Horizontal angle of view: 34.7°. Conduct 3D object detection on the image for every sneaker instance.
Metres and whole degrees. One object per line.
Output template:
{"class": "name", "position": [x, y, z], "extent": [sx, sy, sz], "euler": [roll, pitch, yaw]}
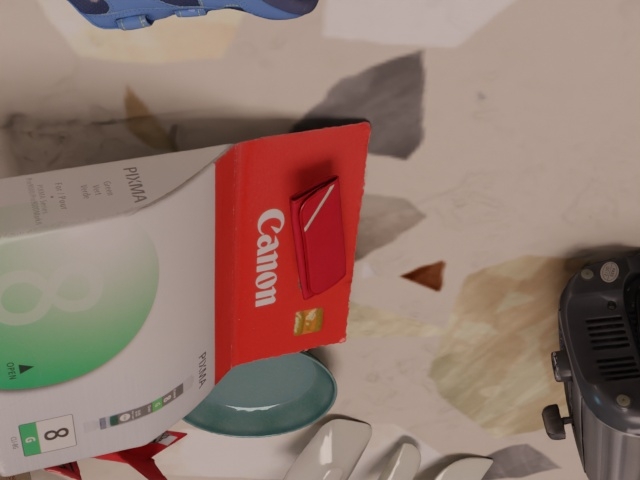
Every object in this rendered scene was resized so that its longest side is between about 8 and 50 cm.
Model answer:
{"class": "sneaker", "position": [-0.071, -0.120, 0.440], "extent": [0.144, 0.053, 0.059], "euler": [16, 136, -9]}

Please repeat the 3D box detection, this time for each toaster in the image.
{"class": "toaster", "position": [0.257, 0.087, 0.651], "extent": [0.227, 0.129, 0.146], "euler": [-8, 143, 2]}

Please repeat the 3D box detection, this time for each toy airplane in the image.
{"class": "toy airplane", "position": [-0.160, 0.129, 0.665], "extent": [0.151, 0.151, 0.028], "euler": [14, 98, -19]}

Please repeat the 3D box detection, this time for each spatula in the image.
{"class": "spatula", "position": [0.018, 0.256, 0.847], "extent": [0.168, 0.019, 0.242], "euler": [18, 112, -31]}

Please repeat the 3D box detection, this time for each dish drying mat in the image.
{"class": "dish drying mat", "position": [0.000, 0.000, 0.571], "extent": [0.032, 0.008, 0.083], "euler": [-32, 142, -22]}

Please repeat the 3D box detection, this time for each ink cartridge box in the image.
{"class": "ink cartridge box", "position": [-0.077, 0.035, 0.559], "extent": [0.225, 0.056, 0.181], "euler": [-9, 134, -15]}

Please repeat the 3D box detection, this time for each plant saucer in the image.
{"class": "plant saucer", "position": [-0.048, 0.100, 0.720], "extent": [0.119, 0.021, 0.119], "euler": [-2, 139, -2]}

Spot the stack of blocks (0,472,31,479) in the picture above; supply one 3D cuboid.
{"class": "stack of blocks", "position": [-0.343, 0.240, 0.733], "extent": [0.297, 0.171, 0.087], "euler": [-21, 169, 20]}
